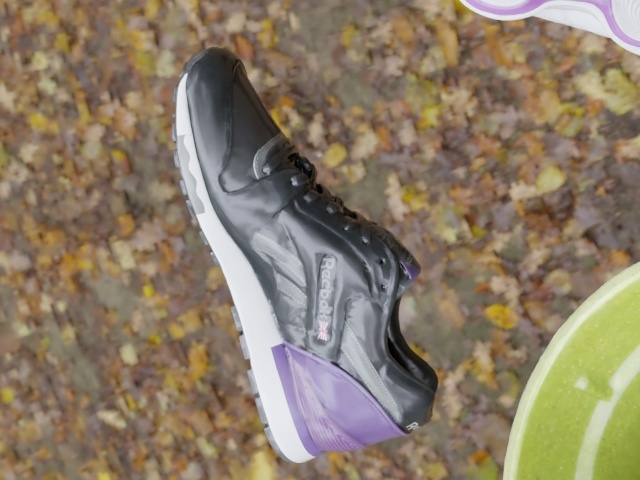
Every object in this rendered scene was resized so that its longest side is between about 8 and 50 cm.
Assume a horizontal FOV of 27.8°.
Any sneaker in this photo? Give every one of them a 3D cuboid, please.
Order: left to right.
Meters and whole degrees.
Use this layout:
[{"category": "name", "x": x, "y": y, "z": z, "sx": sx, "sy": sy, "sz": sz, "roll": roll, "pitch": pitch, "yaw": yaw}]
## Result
[{"category": "sneaker", "x": 0.000, "y": 0.000, "z": 0.851, "sx": 0.124, "sy": 0.107, "sz": 0.283, "roll": -15, "pitch": 103, "yaw": 17}, {"category": "sneaker", "x": 0.300, "y": -0.286, "z": 1.408, "sx": 0.305, "sy": 0.152, "sz": 0.114, "roll": 16, "pitch": 117, "yaw": 7}]

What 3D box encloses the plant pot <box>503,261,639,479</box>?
[{"category": "plant pot", "x": 0.301, "y": 0.169, "z": 0.814, "sx": 0.276, "sy": 0.254, "sz": 0.276, "roll": -33, "pitch": 46, "yaw": 43}]
